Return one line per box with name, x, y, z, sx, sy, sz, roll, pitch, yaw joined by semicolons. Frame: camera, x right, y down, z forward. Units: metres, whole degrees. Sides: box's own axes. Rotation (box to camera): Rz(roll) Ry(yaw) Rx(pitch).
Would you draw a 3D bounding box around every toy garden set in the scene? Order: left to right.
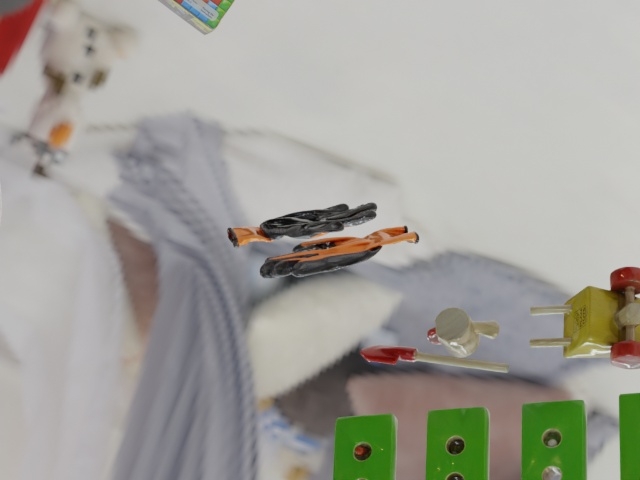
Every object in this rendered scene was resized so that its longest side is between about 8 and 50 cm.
toy garden set;0.133;0.128;1.310;0.244;0.204;0.049;-6;153;18

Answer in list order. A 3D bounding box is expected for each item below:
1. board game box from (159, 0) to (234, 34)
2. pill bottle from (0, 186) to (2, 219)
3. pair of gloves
board game box;-0.097;-0.236;1.187;0.170;0.141;0.048;37;175;-9
pill bottle;-0.307;-0.028;1.076;0.246;0.130;0.130;9;154;41
pair of gloves;0.000;0.000;0.871;0.074;0.010;0.083;-13;-162;-15
